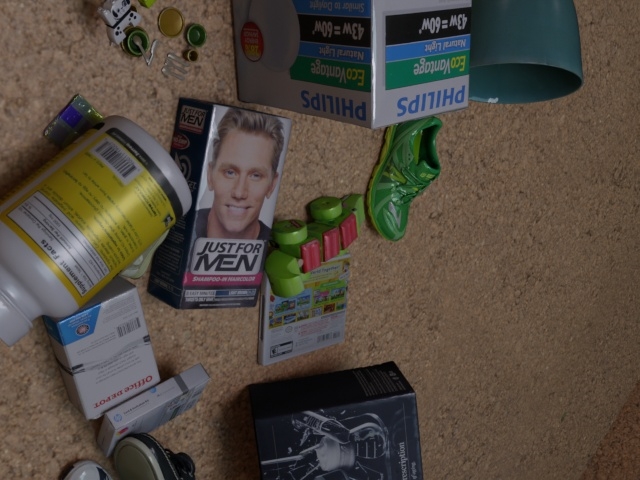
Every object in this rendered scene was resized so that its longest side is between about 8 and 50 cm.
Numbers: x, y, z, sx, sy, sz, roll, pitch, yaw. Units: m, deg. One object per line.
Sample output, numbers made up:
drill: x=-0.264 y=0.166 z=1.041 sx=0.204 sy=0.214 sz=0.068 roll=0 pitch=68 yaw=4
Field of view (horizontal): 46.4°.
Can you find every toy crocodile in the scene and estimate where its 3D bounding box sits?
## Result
toy crocodile: x=0.000 y=0.000 z=1.459 sx=0.340 sy=0.105 sz=0.115 roll=-35 pitch=128 yaw=-48

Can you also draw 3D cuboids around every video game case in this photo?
video game case: x=-0.032 y=0.139 z=1.560 sx=0.227 sy=0.026 sz=0.206 roll=-10 pitch=112 yaw=-40

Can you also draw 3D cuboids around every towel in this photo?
towel: x=-0.373 y=-0.174 z=1.135 sx=0.083 sy=0.009 sz=0.060 roll=-54 pitch=133 yaw=-14

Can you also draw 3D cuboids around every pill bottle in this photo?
pill bottle: x=-0.364 y=-0.013 z=1.077 sx=0.334 sy=0.188 sz=0.187 roll=-45 pitch=130 yaw=-22

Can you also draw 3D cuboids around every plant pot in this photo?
plant pot: x=0.412 y=-0.444 z=1.595 sx=0.293 sy=0.293 sz=0.235 roll=9 pitch=83 yaw=-45

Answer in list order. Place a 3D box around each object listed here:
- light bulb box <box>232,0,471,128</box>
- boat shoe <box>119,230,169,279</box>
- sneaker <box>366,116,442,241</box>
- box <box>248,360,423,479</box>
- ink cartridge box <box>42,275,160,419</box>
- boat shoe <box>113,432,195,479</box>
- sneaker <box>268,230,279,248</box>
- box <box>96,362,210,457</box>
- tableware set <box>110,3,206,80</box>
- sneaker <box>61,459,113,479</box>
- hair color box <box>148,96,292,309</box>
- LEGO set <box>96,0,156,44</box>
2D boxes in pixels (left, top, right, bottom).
light bulb box: x=0.041 y=-0.392 z=1.200 sx=0.225 sy=0.358 sz=0.360 roll=-18 pitch=116 yaw=-36
boat shoe: x=-0.294 y=-0.010 z=1.239 sx=0.048 sy=0.056 sz=0.153 roll=25 pitch=94 yaw=-49
sneaker: x=0.183 y=-0.137 z=1.592 sx=0.109 sy=0.124 sz=0.295 roll=1 pitch=105 yaw=-44
box: x=0.034 y=0.451 z=1.500 sx=0.313 sy=0.179 sz=0.343 roll=-8 pitch=103 yaw=-7
ink cartridge box: x=-0.357 y=0.173 z=1.224 sx=0.140 sy=0.082 sz=0.190 roll=-26 pitch=123 yaw=-34
boat shoe: x=-0.277 y=0.440 z=1.357 sx=0.113 sy=0.127 sz=0.340 roll=-43 pitch=139 yaw=-38
sneaker: x=-0.101 y=-0.001 z=1.445 sx=0.035 sy=0.031 sz=0.083 roll=-38 pitch=145 yaw=13
box: x=-0.293 y=0.297 z=1.306 sx=0.186 sy=0.038 sz=0.145 roll=-27 pitch=161 yaw=-34
tableware set: x=-0.251 y=-0.324 z=1.185 sx=0.154 sy=0.024 sz=0.104 roll=21 pitch=90 yaw=-45
sneaker: x=-0.364 y=0.498 z=1.286 sx=0.094 sy=0.153 sz=0.234 roll=-19 pitch=117 yaw=-39
hair color box: x=-0.175 y=-0.059 z=1.297 sx=0.174 sy=0.105 sz=0.347 roll=2 pitch=103 yaw=-44
LEGO set: x=-0.270 y=-0.407 z=1.090 sx=0.227 sy=0.087 sz=0.093 roll=-53 pitch=148 yaw=-15
